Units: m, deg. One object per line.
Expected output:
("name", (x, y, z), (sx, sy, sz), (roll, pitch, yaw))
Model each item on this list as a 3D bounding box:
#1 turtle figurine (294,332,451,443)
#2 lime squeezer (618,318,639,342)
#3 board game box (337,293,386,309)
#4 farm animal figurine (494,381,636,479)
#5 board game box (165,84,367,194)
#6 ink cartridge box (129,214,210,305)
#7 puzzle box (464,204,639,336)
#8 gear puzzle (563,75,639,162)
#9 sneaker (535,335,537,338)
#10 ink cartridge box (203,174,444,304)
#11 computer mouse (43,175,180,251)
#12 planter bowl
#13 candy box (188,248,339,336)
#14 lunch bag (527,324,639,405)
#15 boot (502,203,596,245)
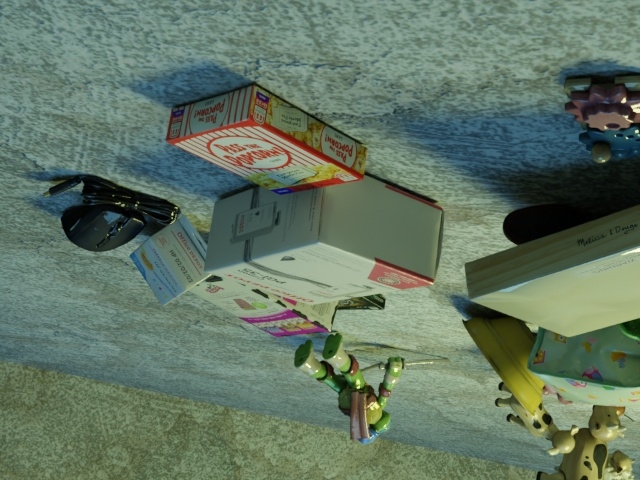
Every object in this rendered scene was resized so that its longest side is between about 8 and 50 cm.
("turtle figurine", (0.087, 0.286, 2.448), (0.266, 0.275, 0.198), (43, 170, -29))
("lime squeezer", (0.459, 0.130, 1.685), (0.059, 0.110, 0.310), (-1, -154, -27))
("board game box", (0.009, 0.099, 1.999), (0.186, 0.026, 0.126), (-2, 160, 33))
("farm animal figurine", (0.540, 0.414, 2.292), (0.330, 0.327, 0.172), (-3, -178, -28))
("board game box", (-0.062, -0.115, 1.303), (0.147, 0.045, 0.193), (-9, 156, 44))
("ink cartridge box", (-0.236, 0.034, 1.755), (0.104, 0.061, 0.181), (56, 154, -2))
("puzzle box", (0.416, 0.021, 1.318), (0.409, 0.052, 0.272), (-21, 153, 33))
("gear puzzle", (0.419, -0.112, 1.078), (0.339, 0.044, 0.175), (1, 161, 24))
("sneaker", (0.493, 0.241, 2.112), (0.271, 0.100, 0.108), (8, 158, 2))
("ink cartridge box", (0.000, 0.000, 1.523), (0.207, 0.117, 0.283), (19, 160, -33))
("computer mouse", (-0.358, -0.032, 1.694), (0.184, 0.060, 0.262), (21, 159, -38))
("planter bowl", (0.357, 0.205, 1.991), (0.090, 0.217, 0.217), (-38, 151, 7))
("candy box", (-0.106, 0.088, 1.893), (0.233, 0.071, 0.159), (30, 154, -34))
("lunch bag", (0.518, 0.204, 1.874), (0.262, 0.160, 0.223), (5, 163, 32))
("boot", (0.338, 0.009, 1.453), (0.219, 0.082, 0.106), (8, 161, -4))
